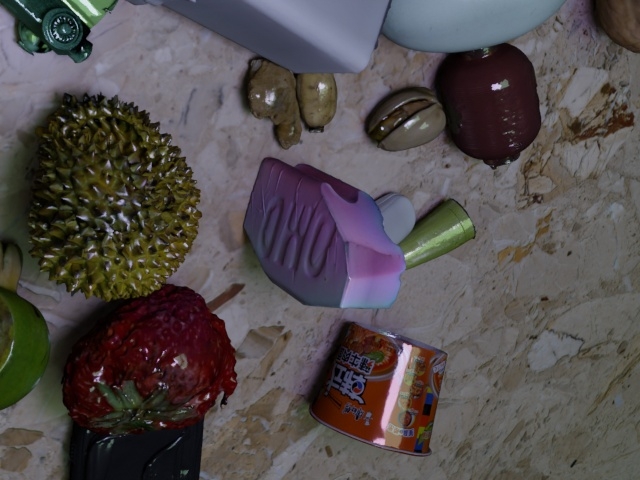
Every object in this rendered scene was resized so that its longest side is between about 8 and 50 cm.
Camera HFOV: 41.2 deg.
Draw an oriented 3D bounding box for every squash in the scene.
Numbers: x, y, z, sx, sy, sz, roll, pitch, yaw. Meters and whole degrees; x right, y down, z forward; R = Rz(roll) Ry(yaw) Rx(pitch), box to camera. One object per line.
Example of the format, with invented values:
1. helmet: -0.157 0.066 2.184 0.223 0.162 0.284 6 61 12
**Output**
1. squash: 0.188 0.004 1.650 0.224 0.094 0.094 -27 121 -15

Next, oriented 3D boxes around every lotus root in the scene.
1. lotus root: -0.005 -0.251 1.432 0.072 0.063 0.152 -20 121 -23

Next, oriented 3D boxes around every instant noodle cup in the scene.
1. instant noodle cup: 0.120 0.275 1.625 0.250 0.250 0.192 19 88 -37

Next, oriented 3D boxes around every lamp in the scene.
1. lamp: 0.315 -0.256 1.579 0.180 0.180 0.258 -32 124 -19

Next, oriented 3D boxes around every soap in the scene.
1. soap: 0.000 0.000 1.372 0.109 0.324 0.193 8 105 -37

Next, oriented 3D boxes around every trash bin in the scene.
1. trash bin: -0.064 -0.389 1.196 0.367 0.296 0.256 25 78 -45

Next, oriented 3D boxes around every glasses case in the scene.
1. glasses case: 0.080 -0.002 1.587 0.233 0.059 0.092 -36 122 -16

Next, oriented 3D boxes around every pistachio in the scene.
1. pistachio: 0.156 -0.216 1.532 0.149 0.113 0.113 -24 121 -6

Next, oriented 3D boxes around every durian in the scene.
1. durian: -0.293 -0.063 1.214 0.258 0.258 0.293 9 60 -35

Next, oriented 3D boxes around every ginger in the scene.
1. ginger: -0.075 -0.217 1.396 0.096 0.067 0.165 -45 129 -39

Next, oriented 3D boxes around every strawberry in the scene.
1. strawberry: -0.266 0.183 1.350 0.274 0.220 0.274 -8 144 -6

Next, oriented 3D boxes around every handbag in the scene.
1. handbag: -0.316 0.406 1.482 0.244 0.088 0.275 -5 110 -36

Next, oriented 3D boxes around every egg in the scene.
1. egg: 0.259 -0.434 1.419 0.370 0.230 0.230 -23 121 -4

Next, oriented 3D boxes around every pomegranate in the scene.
1. pomegranate: -0.486 0.133 1.228 0.189 0.241 0.159 -28 160 4

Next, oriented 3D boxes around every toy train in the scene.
1. toy train: -0.380 -0.361 1.132 0.253 0.105 0.157 45 68 -36

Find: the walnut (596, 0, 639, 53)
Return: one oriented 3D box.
1. walnut: 0.678 -0.503 1.634 0.252 0.277 0.313 66 36 -65
